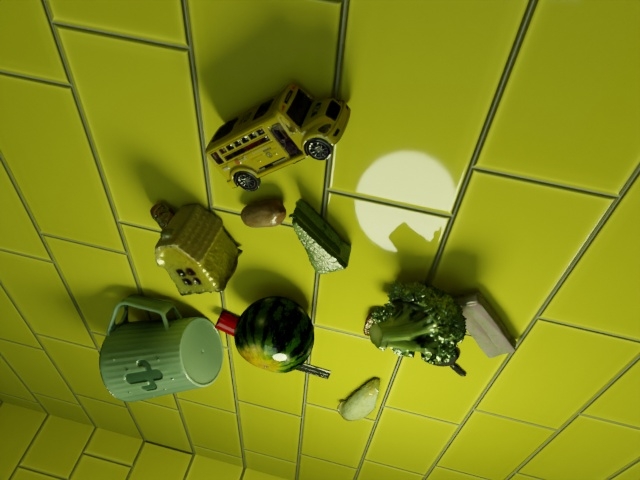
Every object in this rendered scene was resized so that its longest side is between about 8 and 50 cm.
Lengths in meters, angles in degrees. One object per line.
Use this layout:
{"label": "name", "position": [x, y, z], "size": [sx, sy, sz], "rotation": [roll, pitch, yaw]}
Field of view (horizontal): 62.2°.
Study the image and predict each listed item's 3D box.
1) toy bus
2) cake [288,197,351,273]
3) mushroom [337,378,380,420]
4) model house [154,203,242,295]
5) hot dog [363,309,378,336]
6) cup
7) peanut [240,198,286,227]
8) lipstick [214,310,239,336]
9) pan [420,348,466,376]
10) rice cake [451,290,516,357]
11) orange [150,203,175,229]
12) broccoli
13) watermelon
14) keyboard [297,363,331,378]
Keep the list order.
{"label": "toy bus", "position": [-0.099, -0.239, 1.196], "size": [0.331, 0.145, 0.151], "rotation": [-18, 127, 36]}
{"label": "cake", "position": [0.005, -0.013, 1.448], "size": [0.099, 0.100, 0.235], "rotation": [-5, 135, 22]}
{"label": "mushroom", "position": [0.174, 0.660, 2.162], "size": [0.107, 0.087, 0.333], "rotation": [27, 137, -9]}
{"label": "model house", "position": [-0.363, 0.019, 1.549], "size": [0.174, 0.193, 0.234], "rotation": [-1, 134, 21]}
{"label": "hot dog", "position": [0.194, 0.287, 1.748], "size": [0.099, 0.065, 0.147], "rotation": [21, 143, 11]}
{"label": "cup", "position": [-0.625, 0.418, 2.013], "size": [0.392, 0.310, 0.401], "rotation": [-13, 133, 24]}
{"label": "peanut", "position": [-0.159, -0.072, 1.462], "size": [0.152, 0.076, 0.076], "rotation": [-7, 134, 33]}
{"label": "lipstick", "position": [-0.254, 0.351, 1.976], "size": [0.279, 0.073, 0.073], "rotation": [27, 139, -11]}
{"label": "pan", "position": [0.437, 0.419, 1.835], "size": [0.136, 0.028, 0.235], "rotation": [-23, 126, 38]}
{"label": "rice cake", "position": [0.497, 0.257, 1.615], "size": [0.106, 0.050, 0.298], "rotation": [-18, 128, 36]}
{"label": "orange", "position": [-0.465, -0.072, 1.578], "size": [0.086, 0.062, 0.086], "rotation": [51, 167, 16]}
{"label": "broccoli", "position": [0.273, 0.236, 1.538], "size": [0.259, 0.235, 0.288], "rotation": [19, 133, -11]}
{"label": "watermelon", "position": [-0.152, 0.309, 1.756], "size": [0.268, 0.269, 0.269], "rotation": [10, 139, 9]}
{"label": "keyboard", "position": [-0.059, 0.515, 2.135], "size": [0.202, 0.011, 0.067], "rotation": [16, 138, 1]}
